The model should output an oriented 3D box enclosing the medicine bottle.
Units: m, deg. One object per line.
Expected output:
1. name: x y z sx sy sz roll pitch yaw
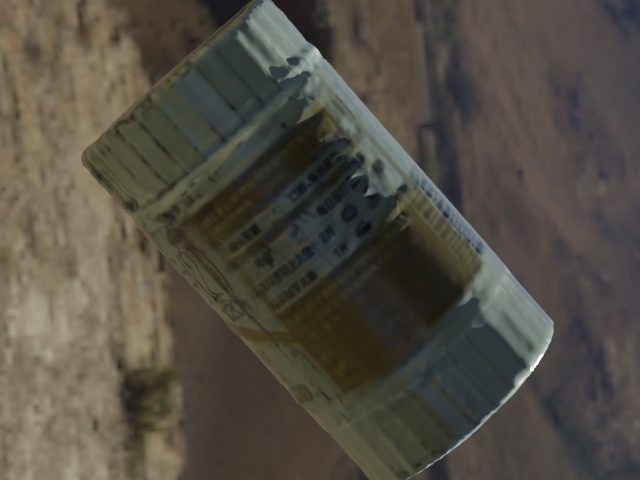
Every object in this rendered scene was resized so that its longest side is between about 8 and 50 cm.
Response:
1. medicine bottle: 0.000 0.000 0.339 0.083 0.047 0.047 48 17 -8
